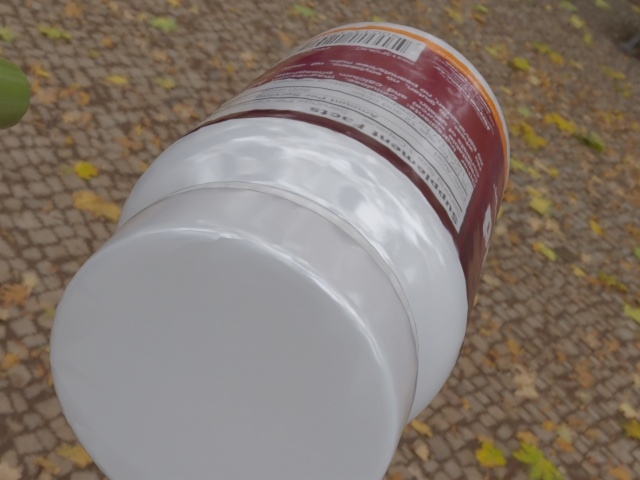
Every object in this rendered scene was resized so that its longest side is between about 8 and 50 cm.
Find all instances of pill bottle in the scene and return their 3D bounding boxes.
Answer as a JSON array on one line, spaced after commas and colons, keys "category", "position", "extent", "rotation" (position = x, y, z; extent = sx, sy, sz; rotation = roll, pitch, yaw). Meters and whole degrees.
[{"category": "pill bottle", "position": [0.000, 0.000, 0.649], "extent": [0.224, 0.224, 0.392], "rotation": [32, 30, 1]}]

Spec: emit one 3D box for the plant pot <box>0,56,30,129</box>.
[{"category": "plant pot", "position": [-0.244, -0.102, 0.658], "extent": [0.083, 0.083, 0.079], "rotation": [40, 15, 12]}]
